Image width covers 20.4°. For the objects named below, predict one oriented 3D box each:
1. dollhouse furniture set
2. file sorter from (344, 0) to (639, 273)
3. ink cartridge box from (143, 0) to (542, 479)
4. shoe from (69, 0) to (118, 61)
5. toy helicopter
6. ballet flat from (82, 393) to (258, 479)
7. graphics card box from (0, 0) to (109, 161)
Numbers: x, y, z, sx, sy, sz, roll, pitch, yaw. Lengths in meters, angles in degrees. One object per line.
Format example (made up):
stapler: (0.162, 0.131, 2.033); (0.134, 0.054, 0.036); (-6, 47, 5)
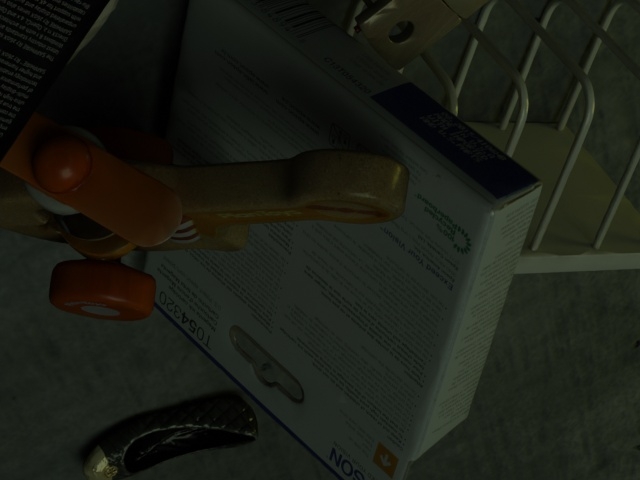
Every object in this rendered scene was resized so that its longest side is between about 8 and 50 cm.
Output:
dollhouse furniture set: (0.036, -0.246, 1.307); (0.129, 0.129, 0.183); (-38, 139, 9)
file sorter: (0.158, -0.098, 1.478); (0.277, 0.193, 0.173); (-2, 129, -28)
ink cartridge box: (0.000, 0.000, 1.384); (0.071, 0.324, 0.330); (-26, 144, -37)
shoe: (-0.191, -0.180, 1.294); (0.058, 0.076, 0.219); (-7, 144, -51)
toy helicopter: (-0.105, -0.039, 1.277); (0.355, 0.140, 0.235); (-3, 162, 33)
ballet flat: (-0.143, 0.192, 1.691); (0.173, 0.049, 0.057); (-20, 136, -12)
graphics card box: (-0.234, -0.206, 1.107); (0.232, 0.094, 0.371); (23, 110, -41)
